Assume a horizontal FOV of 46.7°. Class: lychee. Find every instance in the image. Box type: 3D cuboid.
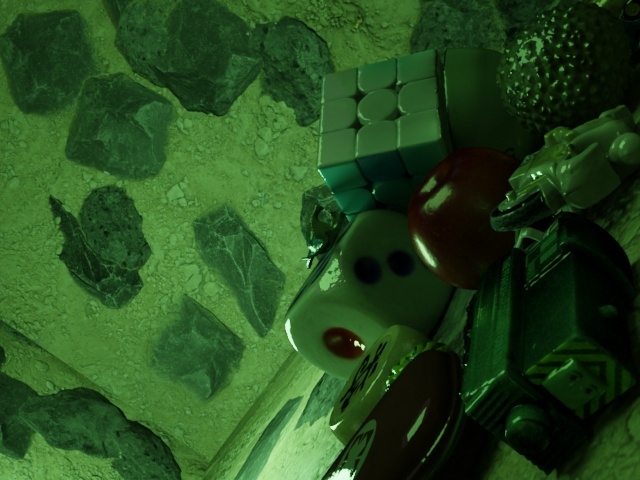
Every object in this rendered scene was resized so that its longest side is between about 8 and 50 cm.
[{"bbox_3d":[0.461,-0.309,1.382,0.255,0.255,0.274,-53,41,30],"label":"lychee"}]

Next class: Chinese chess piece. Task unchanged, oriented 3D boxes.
[{"bbox_3d":[0.121,0.282,1.401,0.257,0.104,0.257,-55,2,3],"label":"Chinese chess piece"}]

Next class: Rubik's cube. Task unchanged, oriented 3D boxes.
[{"bbox_3d":[0.176,-0.225,1.752,0.292,0.290,0.291,56,-149,-51],"label":"Rubik's cube"}]

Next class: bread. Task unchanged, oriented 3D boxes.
[{"bbox_3d":[0.168,0.228,1.223,0.139,0.071,0.130,-29,35,21],"label":"bread"}]

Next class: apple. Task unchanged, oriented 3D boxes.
[{"bbox_3d":[0.285,-0.044,1.367,0.260,0.216,0.260,-53,6,8],"label":"apple"}]

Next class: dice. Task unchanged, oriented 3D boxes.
[{"bbox_3d":[0.110,0.127,1.693,0.304,0.277,0.304,-59,2,-40],"label":"dice"}]

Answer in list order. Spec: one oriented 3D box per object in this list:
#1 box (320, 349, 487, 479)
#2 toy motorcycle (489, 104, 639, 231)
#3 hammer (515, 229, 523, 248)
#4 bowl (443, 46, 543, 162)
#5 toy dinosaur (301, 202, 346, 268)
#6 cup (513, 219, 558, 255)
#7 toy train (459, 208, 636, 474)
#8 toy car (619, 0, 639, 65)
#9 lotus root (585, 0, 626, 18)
[{"bbox_3d":[0.091,0.339,1.065,0.404,0.108,0.263,-57,3,18],"label":"box"},{"bbox_3d":[0.399,-0.121,1.137,0.223,0.108,0.340,-25,11,43],"label":"toy motorcycle"},{"bbox_3d":[0.326,-0.014,1.207,0.060,0.028,0.195,158,112,-80],"label":"hammer"},{"bbox_3d":[0.405,-0.278,1.694,0.185,0.354,0.354,-7,23,18],"label":"bowl"},{"bbox_3d":[0.003,-0.010,1.697,0.363,0.076,0.147,142,145,-83],"label":"toy dinosaur"},{"bbox_3d":[0.329,0.014,1.081,0.116,0.104,0.074,124,164,-67],"label":"cup"},{"bbox_3d":[0.266,0.098,0.855,0.178,0.138,0.330,-48,7,31],"label":"toy train"},{"bbox_3d":[0.619,-0.419,1.442,0.191,0.100,0.097,100,-164,-44],"label":"toy car"},{"bbox_3d":[0.693,-0.558,1.773,0.258,0.097,0.110,-48,4,37],"label":"lotus root"}]
